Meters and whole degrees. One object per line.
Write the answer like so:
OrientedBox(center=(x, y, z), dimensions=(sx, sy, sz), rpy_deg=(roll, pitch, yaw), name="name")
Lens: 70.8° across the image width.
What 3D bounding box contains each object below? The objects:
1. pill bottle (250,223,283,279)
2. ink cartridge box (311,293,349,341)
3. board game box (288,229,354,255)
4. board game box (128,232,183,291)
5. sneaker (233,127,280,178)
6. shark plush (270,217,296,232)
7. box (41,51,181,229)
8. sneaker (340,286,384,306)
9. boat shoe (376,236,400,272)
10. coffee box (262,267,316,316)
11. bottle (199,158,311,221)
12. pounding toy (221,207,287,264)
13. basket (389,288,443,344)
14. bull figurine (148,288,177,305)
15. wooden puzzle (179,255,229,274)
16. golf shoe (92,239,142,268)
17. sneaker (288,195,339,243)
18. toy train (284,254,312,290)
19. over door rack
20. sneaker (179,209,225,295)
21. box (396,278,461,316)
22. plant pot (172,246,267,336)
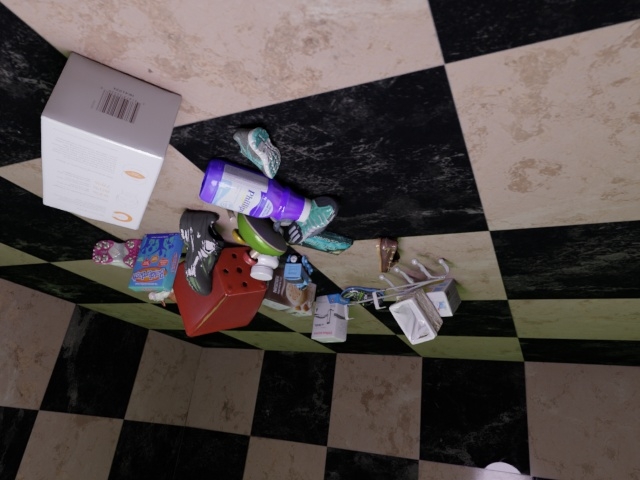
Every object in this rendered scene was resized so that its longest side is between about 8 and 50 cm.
OrientedBox(center=(-0.176, 0.037, 1.445), dimensions=(0.094, 0.169, 0.094), rpy_deg=(6, 156, 3), name="pill bottle")
OrientedBox(center=(0.047, 0.360, 2.080), dimensions=(0.148, 0.203, 0.086), rpy_deg=(-15, 148, 42), name="ink cartridge box")
OrientedBox(center=(0.000, 0.000, 1.487), dimensions=(0.186, 0.026, 0.126), rpy_deg=(15, 155, -18), name="board game box")
OrientedBox(center=(-0.585, 0.078, 1.614), dimensions=(0.160, 0.210, 0.047), rpy_deg=(-2, 155, 20), name="board game box")
OrientedBox(center=(-0.145, -0.206, 1.036), dimensions=(0.076, 0.065, 0.166), rpy_deg=(17, 158, 21), name="sneaker")
OrientedBox(center=(-0.120, -0.098, 1.305), dimensions=(0.067, 0.073, 0.161), rpy_deg=(-15, 132, 4), name="shark plush")
OrientedBox(center=(-0.461, -0.189, 0.980), dimensions=(0.215, 0.168, 0.345), rpy_deg=(18, 149, -23), name="box")
OrientedBox(center=(0.179, 0.245, 1.931), dimensions=(0.188, 0.078, 0.067), rpy_deg=(4, 156, 10), name="sneaker")
OrientedBox(center=(0.226, 0.055, 1.485), dimensions=(0.073, 0.073, 0.207), rpy_deg=(4, 157, 12), name="boat shoe")
OrientedBox(center=(-0.143, 0.220, 1.894), dimensions=(0.098, 0.141, 0.246), rpy_deg=(-15, 149, 42), name="coffee box")
OrientedBox(center=(-0.164, -0.118, 1.172), dimensions=(0.282, 0.092, 0.118), rpy_deg=(17, 137, -21), name="bottle")
OrientedBox(center=(-0.214, -0.016, 1.292), dimensions=(0.110, 0.183, 0.237), rpy_deg=(-42, 129, 12), name="pounding toy")
OrientedBox(center=(0.354, 0.276, 1.650), dimensions=(0.113, 0.167, 0.103), rpy_deg=(-32, -179, 42), name="basket")
OrientedBox(center=(-0.553, 0.232, 1.896), dimensions=(0.310, 0.101, 0.188), rpy_deg=(17, 155, -30), name="bull figurine")
OrientedBox(center=(-0.536, 0.176, 1.991), dimensions=(0.322, 0.081, 0.348), rpy_deg=(-8, 152, 32), name="wooden puzzle")
OrientedBox(center=(-0.737, 0.060, 1.773), dimensions=(0.306, 0.115, 0.140), rpy_deg=(7, 168, 18), name="golf shoe")
OrientedBox(center=(-0.003, -0.069, 1.304), dimensions=(0.098, 0.083, 0.223), rpy_deg=(-18, 168, -42), name="sneaker")
OrientedBox(center=(-0.082, 0.122, 1.694), dimensions=(0.080, 0.105, 0.184), rpy_deg=(2, 156, 13), name="toy train")
OrientedBox(center=(0.250, 0.154, 1.552), dimensions=(0.324, 0.108, 0.239), rpy_deg=(-20, 170, -27), name="over door rack")
OrientedBox(center=(-0.366, 0.043, 1.435), dimensions=(0.130, 0.286, 0.109), rpy_deg=(-3, -162, 2), name="sneaker")
OrientedBox(center=(0.414, 0.225, 1.727), dimensions=(0.203, 0.103, 0.114), rpy_deg=(-13, -166, 39), name="box")
OrientedBox(center=(-0.350, 0.158, 1.630), dimensions=(0.267, 0.267, 0.235), rpy_deg=(-3, 151, -46), name="plant pot")
